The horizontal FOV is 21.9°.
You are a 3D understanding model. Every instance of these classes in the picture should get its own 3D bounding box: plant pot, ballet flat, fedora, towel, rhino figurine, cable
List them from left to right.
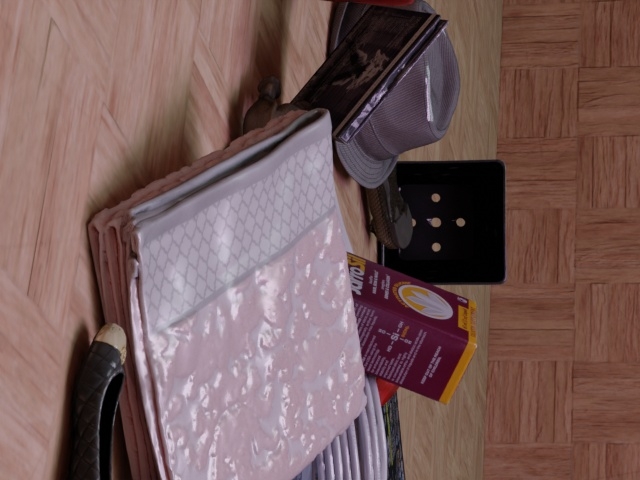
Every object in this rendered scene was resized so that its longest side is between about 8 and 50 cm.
[{"bbox_3d":[-0.157,0.144,1.215,0.057,0.049,0.173,64,28,-65],"label":"ballet flat"},{"bbox_3d":[-0.062,0.077,1.417,0.332,0.053,0.317,-35,123,-53],"label":"towel"},{"bbox_3d":[-0.043,-0.040,1.707,0.106,0.073,0.243,-71,161,-69],"label":"rhino figurine"},{"bbox_3d":[0.015,0.231,1.815,0.257,0.089,0.257,94,-9,-48],"label":"cable"},{"bbox_3d":[0.079,-0.096,2.348,0.084,0.058,0.250,-51,137,-44],"label":"ballet flat"},{"bbox_3d":[0.108,-0.213,2.202,0.244,0.124,0.275,40,48,-56],"label":"fedora"},{"bbox_3d":[0.182,-0.027,2.546,0.167,0.188,0.187,-160,-111,-89],"label":"plant pot"}]

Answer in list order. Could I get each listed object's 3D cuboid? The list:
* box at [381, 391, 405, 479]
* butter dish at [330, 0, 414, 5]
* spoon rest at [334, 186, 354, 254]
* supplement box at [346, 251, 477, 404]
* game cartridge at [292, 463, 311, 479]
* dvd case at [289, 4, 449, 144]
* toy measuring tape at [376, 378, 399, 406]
[{"bbox_3d":[0.061,0.276,2.213,0.216,0.060,0.270,-65,152,-62],"label":"box"},{"bbox_3d":[0.012,-0.327,1.863,0.118,0.160,0.160,-41,132,-44],"label":"butter dish"},{"bbox_3d":[0.000,0.000,1.880,0.137,0.084,0.276,-56,144,-70],"label":"spoon rest"},{"bbox_3d":[0.064,0.085,1.740,0.104,0.188,0.081,-79,-168,-65],"label":"supplement box"},{"bbox_3d":[-0.053,0.149,1.599,0.196,0.060,0.294,-35,124,-71],"label":"game cartridge"},{"bbox_3d":[0.043,-0.181,1.773,0.164,0.018,0.221,-50,-161,-3],"label":"dvd case"},{"bbox_3d":[0.059,0.152,2.068,0.330,0.121,0.121,16,74,-78],"label":"toy measuring tape"}]
